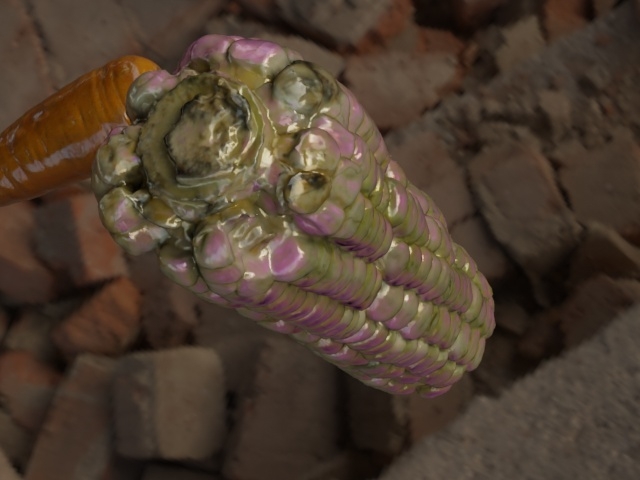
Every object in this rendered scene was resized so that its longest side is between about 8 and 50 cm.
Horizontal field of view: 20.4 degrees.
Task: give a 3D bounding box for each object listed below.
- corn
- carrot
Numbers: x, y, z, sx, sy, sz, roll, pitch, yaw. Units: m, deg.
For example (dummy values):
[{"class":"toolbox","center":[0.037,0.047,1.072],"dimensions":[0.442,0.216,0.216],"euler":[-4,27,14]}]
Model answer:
[{"class":"corn","center":[0.002,-0.001,0.908],"dimensions":[0.127,0.335,0.126],"euler":[-6,72,19]},{"class":"carrot","center":[-0.183,-0.049,1.068],"dimensions":[0.257,0.061,0.061],"euler":[-21,62,24]}]
